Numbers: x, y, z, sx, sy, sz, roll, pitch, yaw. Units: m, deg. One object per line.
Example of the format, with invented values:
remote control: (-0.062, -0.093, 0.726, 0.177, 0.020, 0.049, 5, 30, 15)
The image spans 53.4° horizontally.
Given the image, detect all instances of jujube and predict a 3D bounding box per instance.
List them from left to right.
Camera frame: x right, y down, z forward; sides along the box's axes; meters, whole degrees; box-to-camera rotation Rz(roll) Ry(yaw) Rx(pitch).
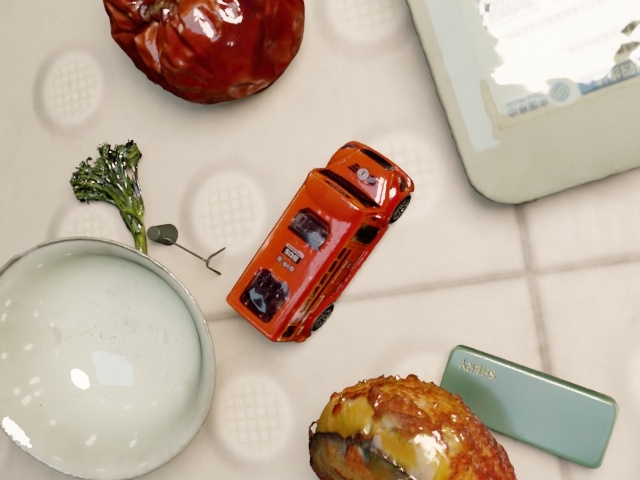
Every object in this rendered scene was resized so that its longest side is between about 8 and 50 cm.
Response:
jujube: (-0.143, -0.279, 0.801, 0.232, 0.213, 0.212, 34, 98, 24)

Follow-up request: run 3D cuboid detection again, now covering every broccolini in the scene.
broccolini: (-0.307, -0.007, 0.920, 0.123, 0.062, 0.271, -6, 88, 30)

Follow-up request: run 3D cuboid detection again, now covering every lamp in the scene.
lamp: (-0.188, 0.007, 0.870, 0.121, 0.054, 0.041, 23, 95, 20)

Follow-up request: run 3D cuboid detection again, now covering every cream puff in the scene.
cream puff: (0.101, 0.242, 0.676, 0.240, 0.240, 0.164, 36, 68, 18)

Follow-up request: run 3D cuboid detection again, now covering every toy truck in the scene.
toy truck: (0.000, 0.000, 0.769, 0.107, 0.114, 0.252, 38, 101, 19)

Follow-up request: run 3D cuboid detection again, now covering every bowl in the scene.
bowl: (-0.268, 0.134, 0.830, 0.314, 0.146, 0.313, 2, 101, 8)

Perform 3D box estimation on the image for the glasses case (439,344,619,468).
glasses case: (0.228, 0.182, 0.714, 0.184, 0.039, 0.077, 18, 93, 20)

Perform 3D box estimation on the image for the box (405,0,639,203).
box: (0.293, -0.267, 0.652, 0.396, 0.111, 0.396, -18, 94, 19)
